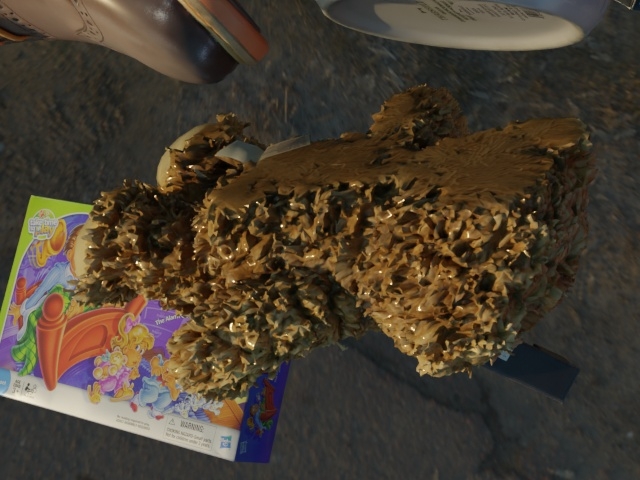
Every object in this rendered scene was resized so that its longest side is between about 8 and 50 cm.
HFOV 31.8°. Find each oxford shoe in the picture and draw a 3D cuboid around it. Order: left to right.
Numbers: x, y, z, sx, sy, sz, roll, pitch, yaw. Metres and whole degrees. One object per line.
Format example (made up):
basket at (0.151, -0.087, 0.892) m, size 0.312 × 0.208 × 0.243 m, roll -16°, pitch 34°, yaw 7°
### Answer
oxford shoe at (-0.179, -0.142, 0.625) m, size 0.133 × 0.363 × 0.130 m, roll -57°, pitch 145°, yaw -5°

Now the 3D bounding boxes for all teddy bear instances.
teddy bear at (0.000, 0.000, 0.664) m, size 0.337 × 0.245 × 0.113 m, roll -5°, pitch 121°, yaw 23°

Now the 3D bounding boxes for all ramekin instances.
ramekin at (0.086, -0.185, 0.688) m, size 0.207 × 0.207 × 0.109 m, roll 7°, pitch 90°, yaw -6°

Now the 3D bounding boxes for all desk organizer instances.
desk organizer at (0.233, 0.139, 1.321) m, size 0.130 × 0.050 × 0.047 m, roll 25°, pitch 98°, yaw -13°

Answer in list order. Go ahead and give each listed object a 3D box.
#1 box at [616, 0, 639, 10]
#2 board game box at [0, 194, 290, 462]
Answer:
box at (0.394, -0.419, 1.482) m, size 0.051 × 0.220 × 0.175 m, roll 1°, pitch 119°, yaw -26°
board game box at (-0.195, 0.091, 1.243) m, size 0.347 × 0.078 × 0.233 m, roll 9°, pitch 82°, yaw 28°
